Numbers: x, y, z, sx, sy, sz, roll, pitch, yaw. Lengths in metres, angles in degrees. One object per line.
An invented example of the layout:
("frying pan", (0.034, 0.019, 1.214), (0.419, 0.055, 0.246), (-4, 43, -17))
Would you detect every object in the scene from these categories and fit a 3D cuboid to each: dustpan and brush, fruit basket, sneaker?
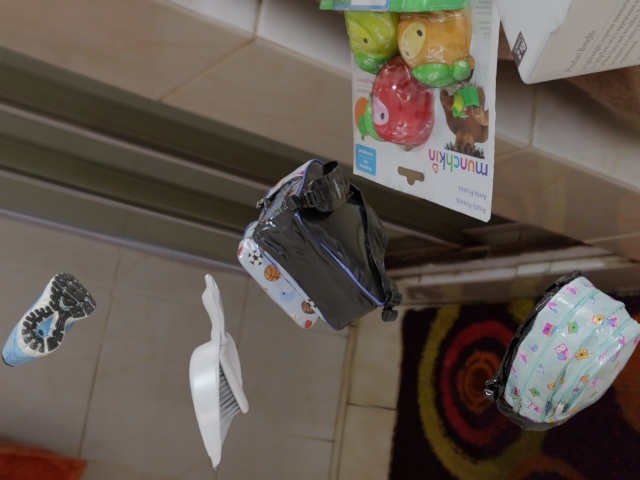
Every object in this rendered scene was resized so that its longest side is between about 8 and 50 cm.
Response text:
("dustpan and brush", (-0.121, 0.142, 0.995), (0.147, 0.060, 0.211), (-76, -31, -71))
("fruit basket", (0.107, -0.226, 1.054), (0.327, 0.166, 0.353), (30, 120, 58))
("sneaker", (-0.328, 0.094, 0.995), (0.073, 0.063, 0.162), (-34, 11, 23))

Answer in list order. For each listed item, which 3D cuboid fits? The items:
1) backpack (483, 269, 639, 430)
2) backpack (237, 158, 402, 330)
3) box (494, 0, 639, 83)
("backpack", (0.274, 0.121, 0.929), (0.115, 0.152, 0.182), (35, 145, 22))
("backpack", (0.000, 0.000, 1.418), (0.213, 0.276, 0.263), (-26, 24, 26))
("box", (0.188, -0.233, 0.566), (0.181, 0.119, 0.181), (96, 162, -70))
